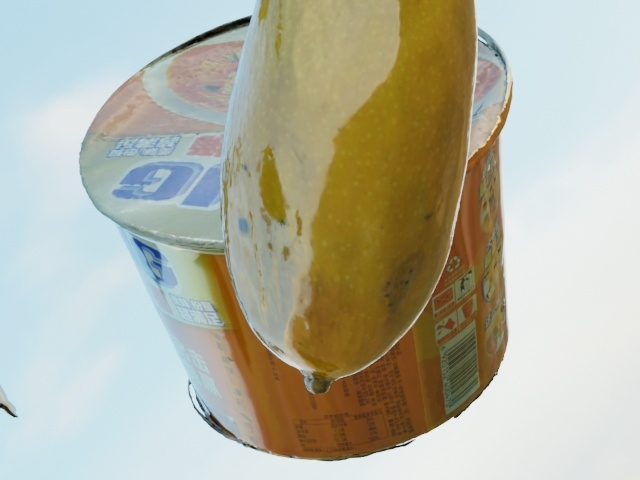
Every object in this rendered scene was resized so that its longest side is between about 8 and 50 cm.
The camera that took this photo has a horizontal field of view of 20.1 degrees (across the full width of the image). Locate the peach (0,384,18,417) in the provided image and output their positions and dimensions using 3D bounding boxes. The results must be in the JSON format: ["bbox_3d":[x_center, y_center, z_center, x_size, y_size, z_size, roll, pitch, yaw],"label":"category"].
[{"bbox_3d":[-0.425,0.075,1.335,0.362,0.257,0.201,35,-75,-31],"label":"peach"}]

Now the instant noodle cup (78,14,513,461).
[{"bbox_3d":[0.000,0.000,1.224,0.296,0.296,0.214,-39,-47,-33],"label":"instant noodle cup"}]

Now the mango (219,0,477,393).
[{"bbox_3d":[0.010,-0.047,0.559,0.098,0.075,0.190,-165,82,-66],"label":"mango"}]
